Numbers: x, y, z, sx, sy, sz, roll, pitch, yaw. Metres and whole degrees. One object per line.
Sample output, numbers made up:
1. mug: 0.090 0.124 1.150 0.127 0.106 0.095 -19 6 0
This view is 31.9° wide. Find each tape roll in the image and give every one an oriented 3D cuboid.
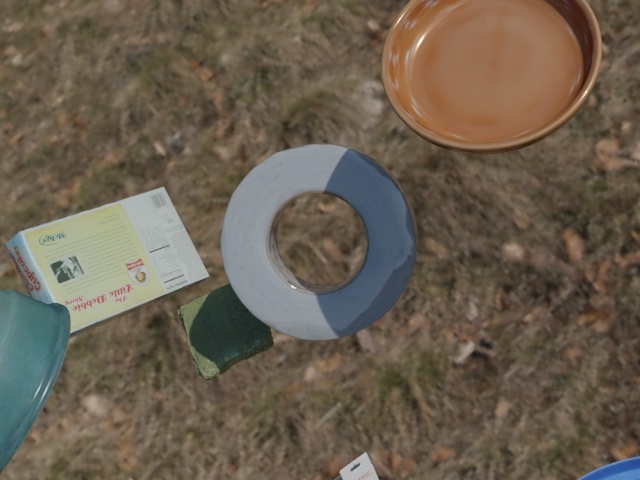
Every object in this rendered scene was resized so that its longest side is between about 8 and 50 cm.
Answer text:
1. tape roll: 0.000 0.000 1.266 0.219 0.219 0.072 -38 1 8

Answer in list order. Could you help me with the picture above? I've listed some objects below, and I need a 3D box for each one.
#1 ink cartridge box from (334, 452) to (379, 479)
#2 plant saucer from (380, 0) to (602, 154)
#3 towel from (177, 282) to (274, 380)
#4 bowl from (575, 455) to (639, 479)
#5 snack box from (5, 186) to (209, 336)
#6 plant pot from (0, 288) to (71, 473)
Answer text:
1. ink cartridge box: 0.048 0.305 1.373 0.048 0.083 0.028 -29 13 -33
2. plant saucer: 0.156 -0.163 1.027 0.200 0.037 0.200 -6 64 13
3. towel: -0.119 0.108 1.417 0.110 0.027 0.148 -28 37 -1
4. bowl: 0.596 0.502 1.945 0.391 0.077 0.391 -12 17 4
5. snack box: -0.357 0.036 1.921 0.322 0.187 0.060 -22 -7 -47
6. plant pot: -0.594 0.161 1.610 0.341 0.334 0.341 -42 28 28
